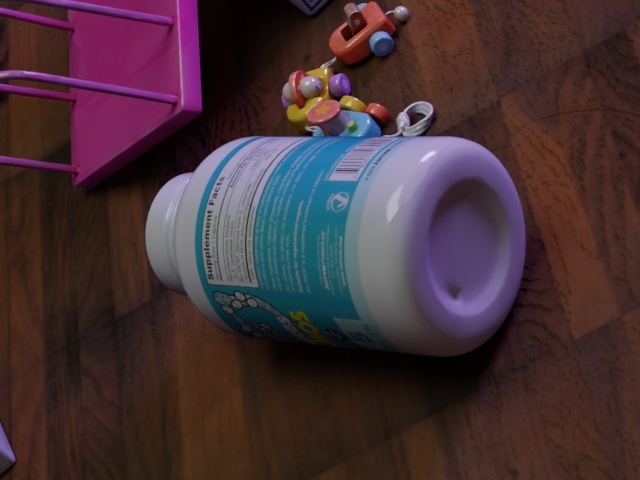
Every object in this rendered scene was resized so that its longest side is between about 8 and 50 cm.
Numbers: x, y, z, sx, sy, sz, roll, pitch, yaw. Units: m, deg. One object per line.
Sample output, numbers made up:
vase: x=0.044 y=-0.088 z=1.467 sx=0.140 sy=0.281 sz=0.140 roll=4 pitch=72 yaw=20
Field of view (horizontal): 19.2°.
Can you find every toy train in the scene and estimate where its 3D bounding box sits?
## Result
toy train: x=0.023 y=-0.128 z=1.489 sx=0.125 sy=0.046 sz=0.166 roll=-35 pitch=39 yaw=12

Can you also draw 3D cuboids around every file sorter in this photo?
file sorter: x=-0.229 y=-0.220 z=1.559 sx=0.202 sy=0.182 sz=0.291 roll=-27 pitch=61 yaw=53

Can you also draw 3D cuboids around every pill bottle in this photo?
pill bottle: x=0.000 y=0.000 z=1.314 sx=0.264 sy=0.146 sz=0.146 roll=3 pitch=58 yaw=43

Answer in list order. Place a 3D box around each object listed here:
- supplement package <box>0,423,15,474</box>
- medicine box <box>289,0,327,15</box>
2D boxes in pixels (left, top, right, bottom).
supplement package: x=-0.376 y=0.116 z=1.457 sx=0.139 sy=0.244 sz=0.134 roll=-42 pitch=38 yaw=3
medicine box: x=-0.004 y=-0.381 z=1.660 sx=0.289 sy=0.149 sz=0.263 roll=-44 pitch=38 yaw=-1
